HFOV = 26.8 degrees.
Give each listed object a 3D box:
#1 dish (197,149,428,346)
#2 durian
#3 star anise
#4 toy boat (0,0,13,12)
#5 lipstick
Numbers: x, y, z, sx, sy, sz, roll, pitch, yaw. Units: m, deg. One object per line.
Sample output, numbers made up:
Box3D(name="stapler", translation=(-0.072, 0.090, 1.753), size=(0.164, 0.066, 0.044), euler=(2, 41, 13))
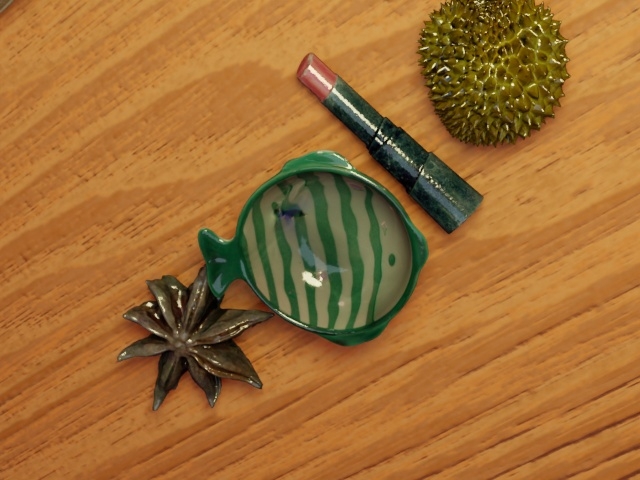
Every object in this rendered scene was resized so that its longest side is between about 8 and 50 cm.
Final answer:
Box3D(name="dish", translation=(0.000, 0.000, 1.426), size=(0.246, 0.078, 0.224), euler=(-4, 114, 17))
Box3D(name="durian", translation=(0.162, -0.182, 1.281), size=(0.147, 0.102, 0.208), euler=(-1, 111, 23))
Box3D(name="star anise", translation=(-0.138, 0.110, 1.530), size=(0.181, 0.061, 0.204), euler=(8, 117, 11))
Box3D(name="toy boat", translation=(-0.285, -0.339, 1.309), size=(0.269, 0.141, 0.140), euler=(-35, 102, 28))
Box3D(name="lipstick", translation=(0.068, -0.107, 1.376), size=(0.234, 0.053, 0.053), euler=(45, 119, -3))
